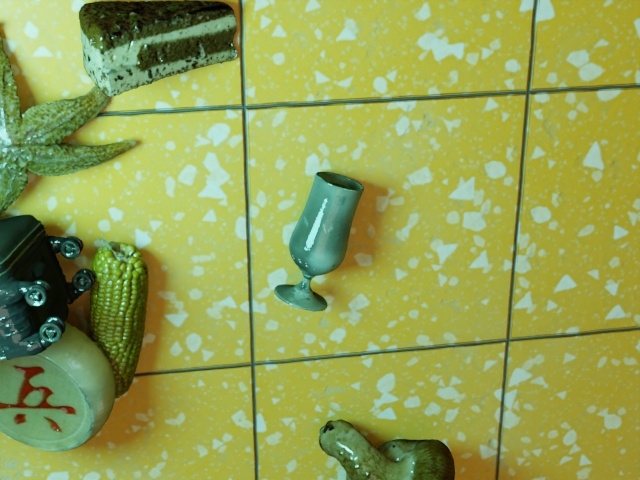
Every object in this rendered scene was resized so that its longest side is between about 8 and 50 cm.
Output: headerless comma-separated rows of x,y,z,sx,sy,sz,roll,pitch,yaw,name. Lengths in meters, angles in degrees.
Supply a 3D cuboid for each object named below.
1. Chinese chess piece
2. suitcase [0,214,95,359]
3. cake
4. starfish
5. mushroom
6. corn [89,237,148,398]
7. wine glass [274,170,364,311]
-0.474,0.245,1.748,0.250,0.103,0.249,8,124,13,Chinese chess piece
-0.598,0.105,1.588,0.434,0.283,0.194,-17,107,6,suitcase
-0.266,-0.327,1.616,0.246,0.135,0.112,-24,133,-32,cake
-0.489,-0.159,1.620,0.375,0.094,0.327,18,108,-23,starfish
0.114,0.488,1.943,0.255,0.267,0.267,11,111,-15,mushroom
-0.351,0.135,1.773,0.101,0.101,0.310,1,115,-11,corn
0.000,0.000,1.779,0.103,0.103,0.231,15,108,-17,wine glass
